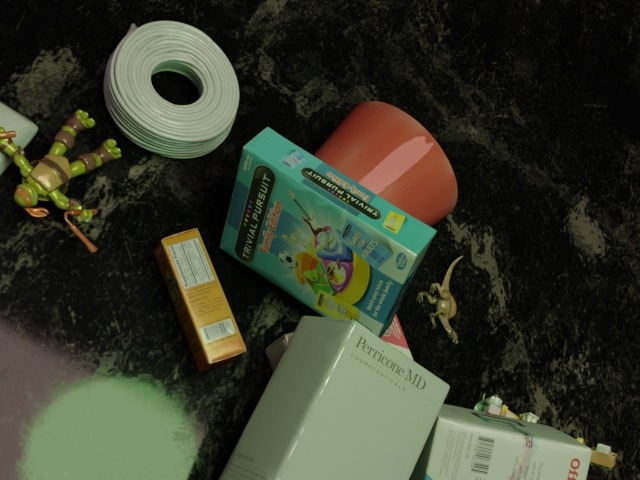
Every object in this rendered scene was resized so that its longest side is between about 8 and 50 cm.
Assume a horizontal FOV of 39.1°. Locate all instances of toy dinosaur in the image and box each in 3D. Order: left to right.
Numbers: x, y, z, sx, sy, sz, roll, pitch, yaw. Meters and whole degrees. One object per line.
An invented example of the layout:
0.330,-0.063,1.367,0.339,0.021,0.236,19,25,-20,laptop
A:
0.242,0.115,1.804,0.093,0.053,0.183,15,70,-38,toy dinosaur

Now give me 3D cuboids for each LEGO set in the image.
0.410,0.401,1.717,0.287,0.132,0.107,26,67,-3,LEGO set

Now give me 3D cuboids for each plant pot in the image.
0.075,-0.084,1.685,0.243,0.275,0.275,-41,91,-23,plant pot

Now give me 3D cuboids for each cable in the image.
-0.271,-0.282,1.673,0.257,0.089,0.257,27,60,-15,cable

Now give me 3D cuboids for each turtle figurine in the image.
-0.439,-0.109,1.522,0.269,0.087,0.217,40,51,-2,turtle figurine

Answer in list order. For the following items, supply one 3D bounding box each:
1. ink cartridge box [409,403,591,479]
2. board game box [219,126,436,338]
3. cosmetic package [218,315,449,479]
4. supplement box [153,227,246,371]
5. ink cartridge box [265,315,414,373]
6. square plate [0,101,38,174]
0.285,0.406,1.546,0.270,0.197,0.198,13,88,-7,ink cartridge box
0.000,0.000,1.534,0.336,0.253,0.079,32,47,12,board game box
-0.007,0.369,1.406,0.230,0.161,0.453,35,71,-26,cosmetic package
-0.211,0.103,1.556,0.080,0.078,0.233,-15,77,-27,supplement box
0.042,0.233,1.616,0.237,0.100,0.172,-13,76,-31,ink cartridge box
-0.692,-0.167,1.441,0.344,0.049,0.347,35,58,-11,square plate
